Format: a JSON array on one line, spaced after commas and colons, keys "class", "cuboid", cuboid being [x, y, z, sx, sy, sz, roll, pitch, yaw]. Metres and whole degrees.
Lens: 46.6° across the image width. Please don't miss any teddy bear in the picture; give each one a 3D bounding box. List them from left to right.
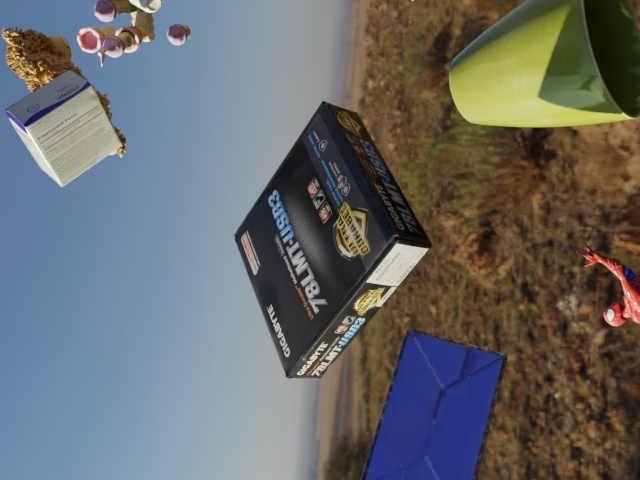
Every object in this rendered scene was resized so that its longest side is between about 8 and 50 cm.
[{"class": "teddy bear", "cuboid": [-0.488, -0.295, 1.438, 0.113, 0.245, 0.338, -47, 47, 12]}]

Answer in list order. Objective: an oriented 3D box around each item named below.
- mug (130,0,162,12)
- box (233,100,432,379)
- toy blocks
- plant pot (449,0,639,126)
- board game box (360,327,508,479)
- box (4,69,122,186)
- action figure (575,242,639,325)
[{"class": "mug", "cuboid": [-0.363, -0.521, 1.573, 0.078, 0.064, 0.062, -50, -34, 9]}, {"class": "box", "cuboid": [0.000, 0.000, 1.086, 0.293, 0.073, 0.295, -52, 43, 30]}, {"class": "toy blocks", "cuboid": [-0.481, -0.600, 1.834, 0.260, 0.309, 0.288, -64, -23, -62]}, {"class": "plant pot", "cuboid": [0.395, -0.316, 1.350, 0.275, 0.294, 0.274, 14, -110, -45]}, {"class": "board game box", "cuboid": [0.170, 0.291, 1.092, 0.291, 0.141, 0.232, 70, -142, -65]}, {"class": "box", "cuboid": [-0.412, -0.181, 1.202, 0.126, 0.072, 0.137, -40, -35, -21]}, {"class": "action figure", "cuboid": [0.462, 0.014, 1.044, 0.091, 0.139, 0.280, -51, -11, -49]}]
